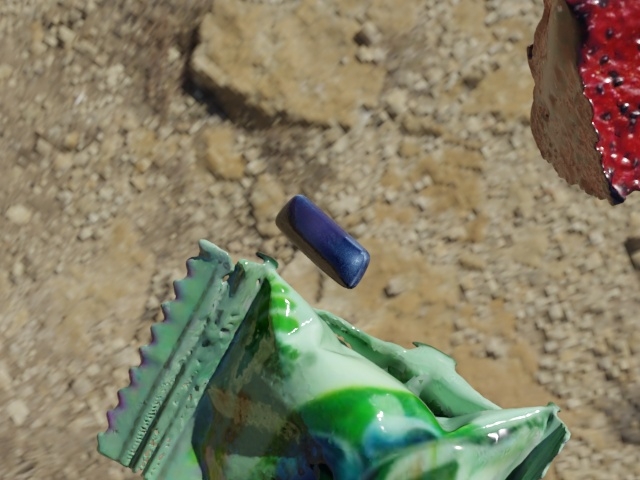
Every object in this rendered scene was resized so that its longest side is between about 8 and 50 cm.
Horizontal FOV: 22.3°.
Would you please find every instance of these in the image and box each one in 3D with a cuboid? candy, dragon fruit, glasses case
[{"bbox_3d":[0.002,0.187,1.552,0.398,0.172,0.263,27,96,1],"label":"candy"},{"bbox_3d":[0.396,-0.257,2.071,0.286,0.228,0.329,-26,112,-4],"label":"dragon fruit"},{"bbox_3d":[0.000,0.000,1.207,0.083,0.033,0.023,42,26,21],"label":"glasses case"}]
